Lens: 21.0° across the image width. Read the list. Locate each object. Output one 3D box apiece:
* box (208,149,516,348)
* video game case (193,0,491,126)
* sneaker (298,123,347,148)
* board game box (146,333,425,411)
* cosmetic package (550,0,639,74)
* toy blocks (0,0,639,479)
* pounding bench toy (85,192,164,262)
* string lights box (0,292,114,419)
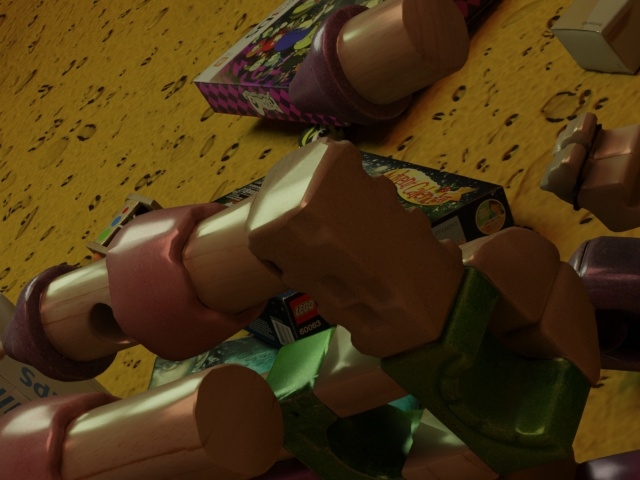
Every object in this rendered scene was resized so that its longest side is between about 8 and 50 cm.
[{"bbox_3d":[0.000,0.000,1.119,0.159,0.044,0.233,-28,20,-20],"label":"box"},{"bbox_3d":[0.029,-0.174,1.379,0.210,0.042,0.232,-43,24,-17],"label":"video game case"},{"bbox_3d":[0.000,-0.070,1.313,0.035,0.031,0.083,-38,17,26],"label":"sneaker"},{"bbox_3d":[-0.022,0.100,1.024,0.186,0.026,0.126,-13,36,18],"label":"board game box"},{"bbox_3d":[0.211,-0.165,1.130,0.115,0.041,0.060,-50,27,-13],"label":"cosmetic package"},{"bbox_3d":[0.002,0.077,0.800,0.260,0.288,0.309,-23,33,44],"label":"toy blocks"},{"bbox_3d":[-0.153,0.003,1.393,0.065,0.052,0.083,-50,26,-12],"label":"pounding bench toy"},{"bbox_3d":[-0.286,0.161,1.252,0.260,0.133,0.077,-32,27,23],"label":"string lights box"}]
